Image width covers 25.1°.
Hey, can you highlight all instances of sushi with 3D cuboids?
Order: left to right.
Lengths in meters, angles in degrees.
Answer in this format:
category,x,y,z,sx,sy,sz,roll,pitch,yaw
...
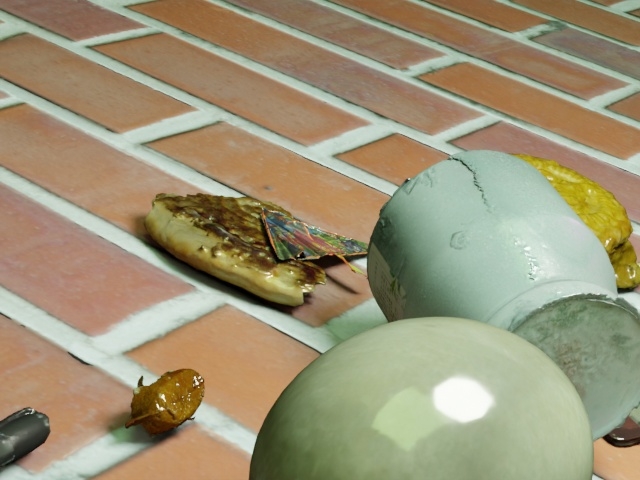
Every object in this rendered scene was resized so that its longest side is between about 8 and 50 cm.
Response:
category,x,y,z,sx,sy,sz,roll,pitch,yaw
sushi,-0.156,0.160,1.417,0.060,0.061,0.118,-24,-8,25

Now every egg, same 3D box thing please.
category,x,y,z,sx,sy,sz,roll,pitch,yaw
egg,0.089,0.193,1.212,0.258,0.258,0.352,31,26,36

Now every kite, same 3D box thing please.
category,x,y,z,sx,sy,sz,roll,pitch,yaw
kite,0.000,0.000,1.790,0.183,0.014,0.241,35,19,32

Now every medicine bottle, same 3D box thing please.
category,x,y,z,sx,sy,sz,roll,pitch,yaw
medicine bottle,0.202,0.070,1.524,0.245,0.245,0.290,3,26,-18

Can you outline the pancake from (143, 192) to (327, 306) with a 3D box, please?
category,x,y,z,sx,sy,sz,roll,pitch,yaw
pancake,-0.085,0.003,1.795,0.266,0.057,0.244,25,20,18

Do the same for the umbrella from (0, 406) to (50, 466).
category,x,y,z,sx,sy,sz,roll,pitch,yaw
umbrella,-0.337,0.212,1.194,0.118,0.118,0.340,21,21,19

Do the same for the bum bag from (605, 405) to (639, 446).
category,x,y,z,sx,sy,sz,roll,pitch,yaw
bum bag,0.326,0.177,1.620,0.109,0.026,0.159,-4,35,-29

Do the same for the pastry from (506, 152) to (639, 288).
category,x,y,z,sx,sy,sz,roll,pitch,yaw
pastry,0.298,-0.023,1.890,0.240,0.132,0.235,-14,34,-41
